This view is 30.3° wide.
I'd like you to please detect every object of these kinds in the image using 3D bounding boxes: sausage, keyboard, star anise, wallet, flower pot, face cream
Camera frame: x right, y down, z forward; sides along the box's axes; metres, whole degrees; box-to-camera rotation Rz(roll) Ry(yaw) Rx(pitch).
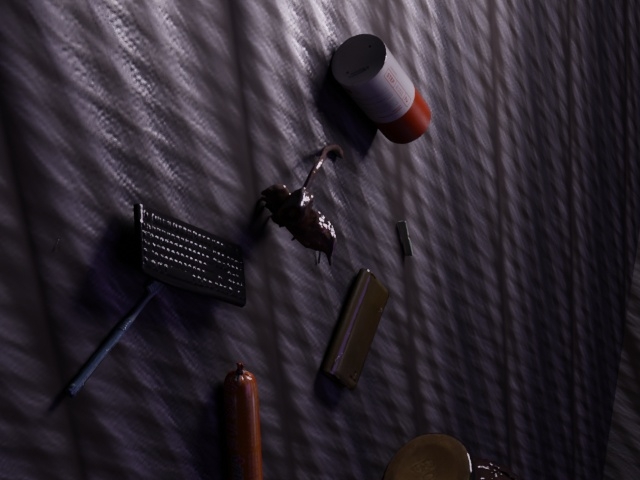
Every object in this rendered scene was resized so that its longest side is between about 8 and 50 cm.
[{"bbox_3d":[-0.114,0.344,1.791,0.053,0.053,0.348,-30,124,-53],"label":"sausage"},{"bbox_3d":[-0.200,0.014,1.560,0.381,0.041,0.103,19,60,-57],"label":"keyboard"},{"bbox_3d":[0.011,-0.082,1.812,0.227,0.148,0.218,-53,-176,-22],"label":"star anise"},{"bbox_3d":[0.062,0.157,2.064,0.110,0.031,0.198,49,57,-54],"label":"wallet"},{"bbox_3d":[0.262,0.519,2.307,0.267,0.266,0.266,50,55,-39],"label":"flower pot"},{"bbox_3d":[0.104,-0.247,1.958,0.214,0.096,0.096,42,62,-56],"label":"face cream"}]

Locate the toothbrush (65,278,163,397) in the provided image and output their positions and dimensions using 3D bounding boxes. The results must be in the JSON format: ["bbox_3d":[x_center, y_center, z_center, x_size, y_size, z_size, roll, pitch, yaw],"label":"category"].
[{"bbox_3d":[-0.259,0.117,1.515,0.219,0.016,0.019,-55,140,-37],"label":"toothbrush"}]

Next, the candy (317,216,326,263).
[{"bbox_3d":[0.000,0.000,1.928,0.023,0.025,0.083,1,111,-17],"label":"candy"}]

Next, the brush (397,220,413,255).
[{"bbox_3d":[0.159,-0.005,2.200,0.013,0.016,0.083,-68,151,-45],"label":"brush"}]
